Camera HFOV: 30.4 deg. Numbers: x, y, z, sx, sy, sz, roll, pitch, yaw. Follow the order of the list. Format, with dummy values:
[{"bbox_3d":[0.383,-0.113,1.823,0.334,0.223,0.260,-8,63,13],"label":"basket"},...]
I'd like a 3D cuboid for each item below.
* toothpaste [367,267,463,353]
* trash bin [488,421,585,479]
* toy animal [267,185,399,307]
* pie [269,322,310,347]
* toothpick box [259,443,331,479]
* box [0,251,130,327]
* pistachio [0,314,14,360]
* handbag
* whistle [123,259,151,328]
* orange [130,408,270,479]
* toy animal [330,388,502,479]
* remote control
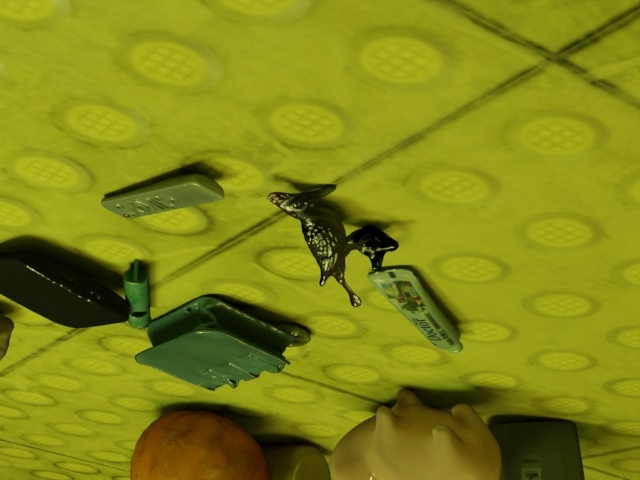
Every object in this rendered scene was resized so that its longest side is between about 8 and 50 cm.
[{"bbox_3d":[0.142,0.100,1.623,0.067,0.037,0.255,-5,149,27],"label":"toothpaste"},{"bbox_3d":[0.380,0.463,2.080,0.219,0.250,0.219,-2,155,4],"label":"trash bin"},{"bbox_3d":[0.010,-0.004,1.386,0.105,0.070,0.202,-45,129,6],"label":"toy animal"},{"bbox_3d":[-0.053,0.147,1.796,0.084,0.021,0.084,7,156,3],"label":"pie"},{"bbox_3d":[-0.129,0.511,2.450,0.271,0.175,0.175,-6,153,33],"label":"toothpick box"},{"bbox_3d":[-0.388,0.072,1.679,0.212,0.042,0.201,33,154,-35],"label":"box"},{"bbox_3d":[-0.551,0.150,1.857,0.149,0.113,0.113,5,161,44],"label":"pistachio"},{"bbox_3d":[-0.158,0.163,1.792,0.179,0.062,0.229,27,150,-25],"label":"handbag"},{"bbox_3d":[-0.261,0.079,1.684,0.039,0.039,0.186,9,156,-4],"label":"whistle"},{"bbox_3d":[-0.235,0.459,2.264,0.283,0.226,0.284,18,138,17],"label":"orange"},{"bbox_3d":[0.169,0.383,2.017,0.237,0.269,0.326,-25,-154,-36],"label":"toy animal"},{"bbox_3d":[-0.187,-0.054,1.385,0.184,0.027,0.050,-10,150,43],"label":"remote control"}]
